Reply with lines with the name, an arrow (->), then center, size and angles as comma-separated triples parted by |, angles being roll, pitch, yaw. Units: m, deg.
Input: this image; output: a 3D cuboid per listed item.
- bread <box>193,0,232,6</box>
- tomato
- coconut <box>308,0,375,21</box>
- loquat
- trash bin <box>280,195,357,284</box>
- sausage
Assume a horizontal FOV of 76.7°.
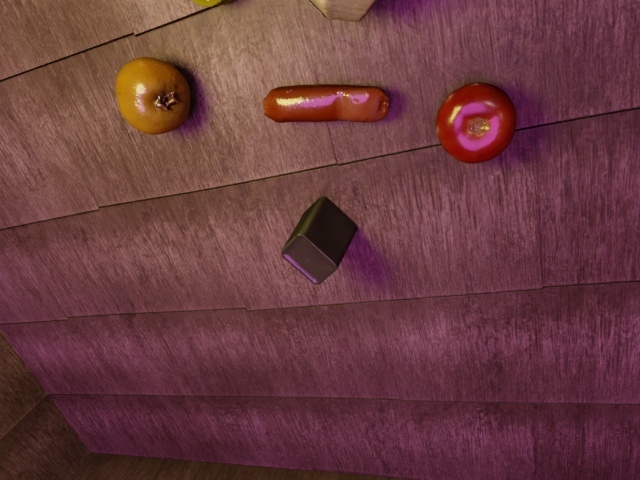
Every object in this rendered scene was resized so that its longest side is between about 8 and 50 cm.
bread -> -0.266, -0.650, 1.008 | 0.111, 0.114, 0.129 | 37, 121, -7
tomato -> 0.385, -0.291, 1.007 | 0.195, 0.136, 0.195 | 7, 117, 13
coconut -> 0.043, -0.636, 0.828 | 0.323, 0.323, 0.322 | 7, 120, 12
loquat -> -0.474, -0.408, 1.154 | 0.208, 0.208, 0.208 | 7, 120, 12
trash bin -> 0.000, 0.000, 1.220 | 0.164, 0.240, 0.122 | 41, 123, -10
sausage -> 0.013, -0.373, 1.097 | 0.349, 0.094, 0.097 | 3, 132, 13
